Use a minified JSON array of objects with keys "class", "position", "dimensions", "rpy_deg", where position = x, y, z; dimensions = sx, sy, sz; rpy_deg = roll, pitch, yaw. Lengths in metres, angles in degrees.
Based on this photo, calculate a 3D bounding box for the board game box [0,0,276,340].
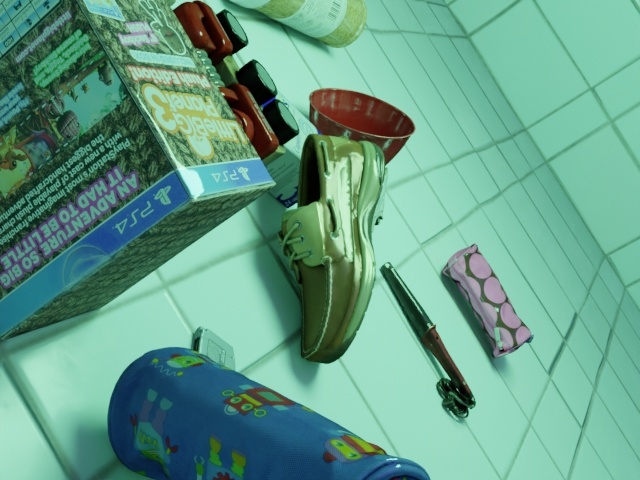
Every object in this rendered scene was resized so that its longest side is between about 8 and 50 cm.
[{"class":"board game box","position":[-0.223,-0.105,0.757],"dimensions":[0.291,0.232,0.141],"rpy_deg":[60,25,5]}]

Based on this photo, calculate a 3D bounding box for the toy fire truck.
[{"class":"toy fire truck","position":[-0.167,-0.180,1.080],"dimensions":[0.217,0.158,0.246],"rpy_deg":[61,15,7]}]

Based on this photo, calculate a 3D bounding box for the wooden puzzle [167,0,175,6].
[{"class":"wooden puzzle","position":[-0.351,-0.491,1.169],"dimensions":[0.348,0.080,0.322],"rpy_deg":[27,39,-55]}]

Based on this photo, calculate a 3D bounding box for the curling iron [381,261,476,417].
[{"class":"curling iron","position":[0.170,0.153,1.395],"dimensions":[0.068,0.035,0.274],"rpy_deg":[1,60,-61]}]

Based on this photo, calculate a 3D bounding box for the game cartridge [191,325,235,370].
[{"class":"game cartridge","position":[-0.113,0.135,0.930],"dimensions":[0.056,0.017,0.083],"rpy_deg":[39,31,-27]}]

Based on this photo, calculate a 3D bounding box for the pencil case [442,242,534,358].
[{"class":"pencil case","position":[0.303,0.112,1.624],"dimensions":[0.098,0.095,0.209],"rpy_deg":[-24,79,-49]}]

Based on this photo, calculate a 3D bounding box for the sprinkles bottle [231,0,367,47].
[{"class":"sprinkles bottle","position":[-0.044,-0.447,1.608],"dimensions":[0.355,0.121,0.121],"rpy_deg":[5,56,-60]}]

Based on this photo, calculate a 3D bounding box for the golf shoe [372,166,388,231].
[{"class":"golf shoe","position":[0.079,-0.069,1.481],"dimensions":[0.176,0.069,0.086],"rpy_deg":[-53,130,-62]}]

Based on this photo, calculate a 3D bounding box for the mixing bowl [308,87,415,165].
[{"class":"mixing bowl","position":[0.055,-0.169,1.452],"dimensions":[0.181,0.098,0.181],"rpy_deg":[14,28,-8]}]

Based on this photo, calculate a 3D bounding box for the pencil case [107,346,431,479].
[{"class":"pencil case","position":[-0.049,0.183,0.695],"dimensions":[0.119,0.306,0.133],"rpy_deg":[-7,106,-40]}]

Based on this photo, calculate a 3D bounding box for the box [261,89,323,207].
[{"class":"box","position":[-0.064,-0.141,1.274],"dimensions":[0.137,0.072,0.126],"rpy_deg":[42,28,-28]}]

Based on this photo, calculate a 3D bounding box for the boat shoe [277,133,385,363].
[{"class":"boat shoe","position":[0.000,0.000,1.155],"dimensions":[0.119,0.122,0.324],"rpy_deg":[19,57,-19]}]
